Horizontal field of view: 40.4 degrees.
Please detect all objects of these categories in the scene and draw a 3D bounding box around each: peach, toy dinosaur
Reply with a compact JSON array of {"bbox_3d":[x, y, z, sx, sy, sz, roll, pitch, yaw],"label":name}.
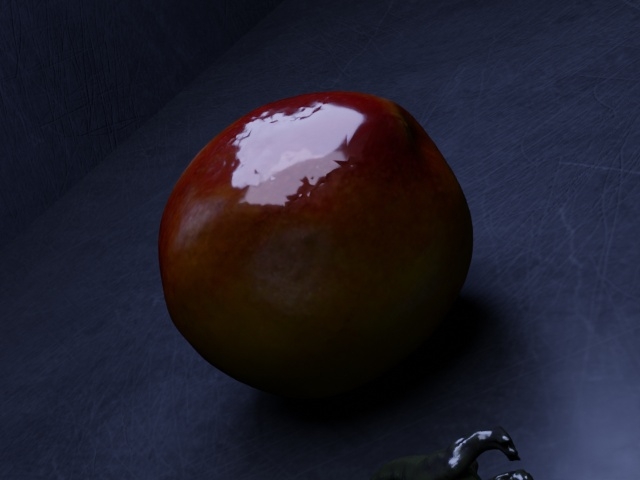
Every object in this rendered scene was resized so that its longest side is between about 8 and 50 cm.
[{"bbox_3d":[0.000,0.000,0.888,0.332,0.308,0.308,-52,13,34],"label":"peach"},{"bbox_3d":[0.081,0.223,0.668,0.179,0.087,0.187,-25,26,11],"label":"toy dinosaur"}]
